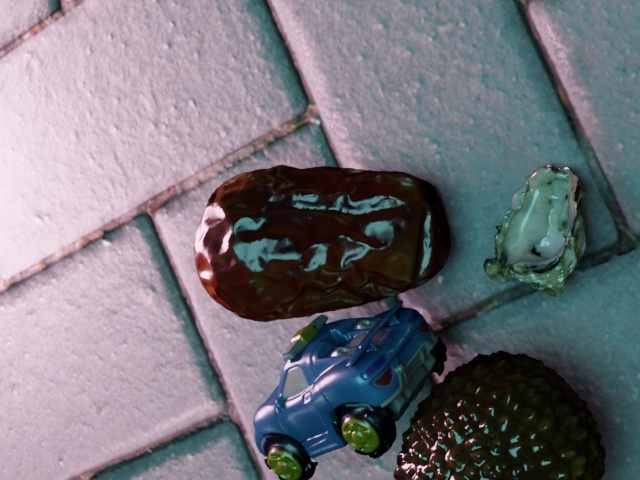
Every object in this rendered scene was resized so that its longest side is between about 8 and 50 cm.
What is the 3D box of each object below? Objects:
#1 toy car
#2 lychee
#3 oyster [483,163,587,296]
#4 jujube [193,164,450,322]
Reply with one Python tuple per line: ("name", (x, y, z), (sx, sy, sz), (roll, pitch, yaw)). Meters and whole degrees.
("toy car", (0.015, 0.188, 1.722), (0.166, 0.198, 0.314), (52, 137, -8))
("lychee", (0.212, 0.270, 1.607), (0.268, 0.267, 0.267), (5, 100, 29))
("oyster", (0.278, -0.006, 1.662), (0.191, 0.081, 0.163), (-24, 61, 45))
("jujube", (0.000, 0.000, 1.745), (0.342, 0.216, 0.216), (-5, 95, 15))
